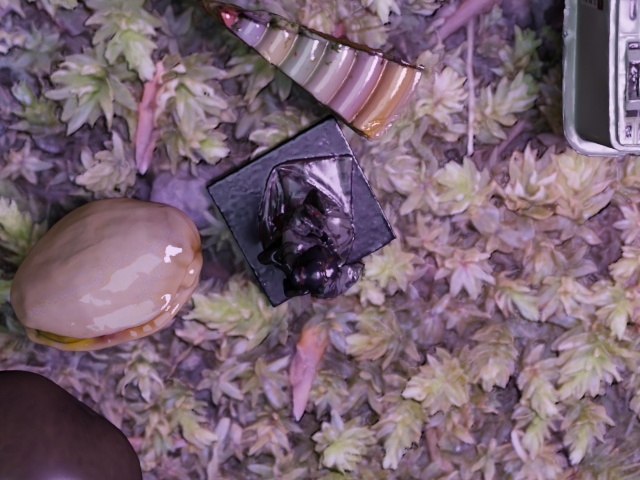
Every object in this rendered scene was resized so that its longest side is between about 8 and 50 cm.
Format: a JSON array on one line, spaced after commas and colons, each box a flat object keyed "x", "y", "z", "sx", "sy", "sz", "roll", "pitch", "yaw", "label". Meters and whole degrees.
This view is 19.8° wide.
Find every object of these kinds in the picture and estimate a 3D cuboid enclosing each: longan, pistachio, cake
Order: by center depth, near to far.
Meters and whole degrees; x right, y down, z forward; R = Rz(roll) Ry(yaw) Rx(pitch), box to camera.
[{"x": -0.300, "y": 0.244, "z": 1.821, "sx": 0.248, "sy": 0.248, "sz": 0.248, "roll": -2, "pitch": 104, "yaw": -9, "label": "longan"}, {"x": -0.019, "y": -0.172, "z": 1.822, "sx": 0.225, "sy": 0.109, "sz": 0.090, "roll": 18, "pitch": 100, "yaw": -14, "label": "cake"}, {"x": -0.212, "y": 0.034, "z": 1.842, "sx": 0.200, "sy": 0.117, "sz": 0.145, "roll": -24, "pitch": 69, "yaw": 4, "label": "pistachio"}]

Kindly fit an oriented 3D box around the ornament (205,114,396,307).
[{"x": 0.000, "y": 0.000, "z": 1.825, "sx": 0.153, "sy": 0.196, "sz": 0.166, "roll": -30, "pitch": 108, "yaw": -1, "label": "ornament"}]

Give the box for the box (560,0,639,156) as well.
[{"x": 0.353, "y": -0.225, "z": 1.844, "sx": 0.220, "sy": 0.166, "sz": 0.290, "roll": -2, "pitch": 104, "yaw": -9, "label": "box"}]
